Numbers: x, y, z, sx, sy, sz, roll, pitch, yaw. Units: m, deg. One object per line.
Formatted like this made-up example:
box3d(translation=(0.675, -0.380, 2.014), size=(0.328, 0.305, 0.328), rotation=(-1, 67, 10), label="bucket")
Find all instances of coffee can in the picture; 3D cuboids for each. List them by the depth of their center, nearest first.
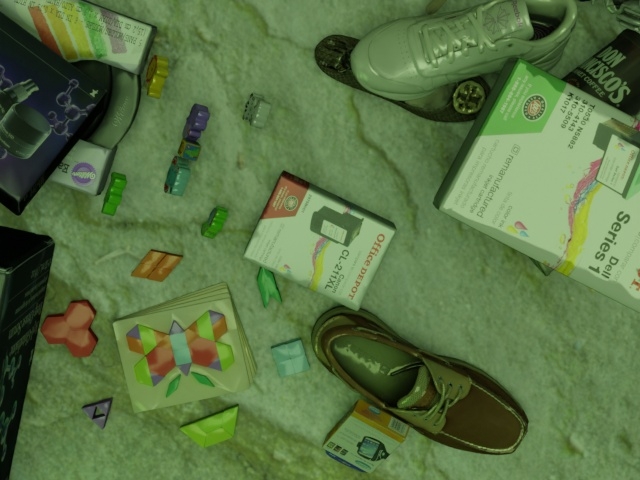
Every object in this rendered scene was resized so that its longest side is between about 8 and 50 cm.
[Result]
box3d(translation=(0.346, -0.112, 1.743), size=(0.275, 0.201, 0.201), rotation=(-37, 97, 4), label="coffee can")

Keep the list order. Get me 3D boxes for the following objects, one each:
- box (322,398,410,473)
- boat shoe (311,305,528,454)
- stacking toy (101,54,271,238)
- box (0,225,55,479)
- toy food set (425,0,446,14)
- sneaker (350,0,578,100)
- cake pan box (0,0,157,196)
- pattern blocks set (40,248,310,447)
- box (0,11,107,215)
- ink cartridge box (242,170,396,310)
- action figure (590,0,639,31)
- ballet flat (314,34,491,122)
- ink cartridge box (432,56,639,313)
box3d(translation=(0.059, 0.274, 1.848), size=(0.081, 0.136, 0.028), rotation=(29, 53, -5), label="box")
box3d(translation=(0.131, 0.205, 1.823), size=(0.324, 0.120, 0.122), rotation=(27, 96, -4), label="boat shoe")
box3d(translation=(-0.181, -0.119, 1.787), size=(0.167, 0.052, 0.221), rotation=(16, 104, -25), label="stacking toy")
box3d(translation=(-0.504, 0.182, 1.723), size=(0.212, 0.293, 0.395), rotation=(13, 98, -2), label="box")
box3d(translation=(0.107, -0.403, 1.771), size=(0.218, 0.071, 0.128), rotation=(35, 127, 0), label="toy food set")
box3d(translation=(0.186, -0.266, 1.720), size=(0.305, 0.152, 0.114), rotation=(-13, 76, -15), label="sneaker")
box3d(translation=(-0.371, -0.211, 1.786), size=(0.267, 0.070, 0.245), rotation=(21, 99, -3), label="cake pan box")
box3d(translation=(-0.193, 0.152, 1.858), size=(0.325, 0.026, 0.285), rotation=(-27, 98, 2), label="pattern blocks set")
box3d(translation=(-0.428, -0.186, 1.680), size=(0.261, 0.103, 0.184), rotation=(36, 74, -5), label="box")
box3d(translation=(0.000, 0.000, 1.817), size=(0.175, 0.072, 0.127), rotation=(25, 96, -4), label="ink cartridge box")
box3d(translation=(0.448, -0.348, 1.693), size=(0.285, 0.099, 0.185), rotation=(13, 112, -35), label="action figure")
box3d(translation=(0.112, -0.218, 1.796), size=(0.250, 0.058, 0.084), rotation=(19, 98, -4), label="ballet flat")
box3d(translation=(0.303, -0.065, 1.588), size=(0.278, 0.117, 0.201), rotation=(27, 96, -3), label="ink cartridge box")
